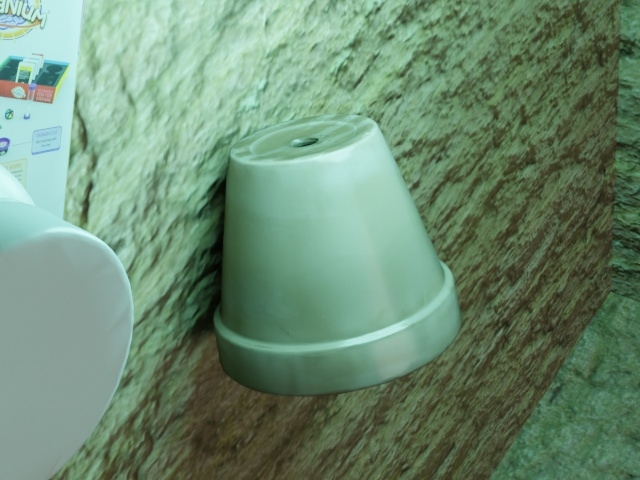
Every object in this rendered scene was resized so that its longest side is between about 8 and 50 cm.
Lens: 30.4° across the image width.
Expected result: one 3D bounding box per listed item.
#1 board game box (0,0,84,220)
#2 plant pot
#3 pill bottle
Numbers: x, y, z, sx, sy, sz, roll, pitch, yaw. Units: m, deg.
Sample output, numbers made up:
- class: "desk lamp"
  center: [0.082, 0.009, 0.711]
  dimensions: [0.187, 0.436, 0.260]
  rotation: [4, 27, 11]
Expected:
- class: "board game box"
  center: [-0.329, -0.114, 1.061]
  dimensions: [0.242, 0.064, 0.317]
  rotation: [-20, 127, -53]
- class: "plant pot"
  center: [0.000, 0.000, 1.500]
  dimensions: [0.323, 0.323, 0.280]
  rotation: [-34, 120, -45]
- class: "pill bottle"
  center: [-0.333, 0.014, 0.804]
  dimensions: [0.224, 0.392, 0.224]
  rotation: [-39, 141, -41]
